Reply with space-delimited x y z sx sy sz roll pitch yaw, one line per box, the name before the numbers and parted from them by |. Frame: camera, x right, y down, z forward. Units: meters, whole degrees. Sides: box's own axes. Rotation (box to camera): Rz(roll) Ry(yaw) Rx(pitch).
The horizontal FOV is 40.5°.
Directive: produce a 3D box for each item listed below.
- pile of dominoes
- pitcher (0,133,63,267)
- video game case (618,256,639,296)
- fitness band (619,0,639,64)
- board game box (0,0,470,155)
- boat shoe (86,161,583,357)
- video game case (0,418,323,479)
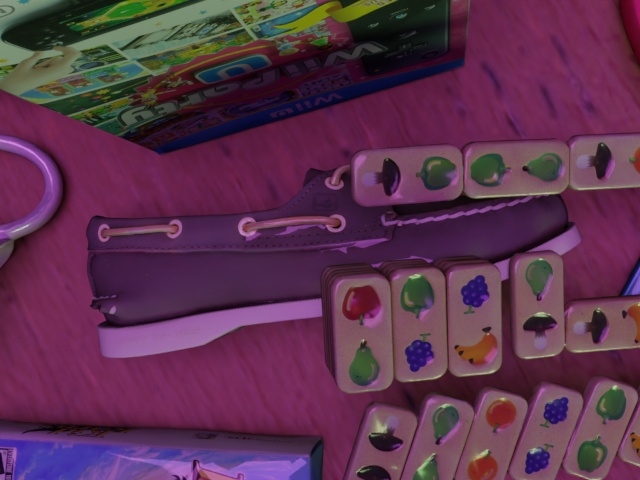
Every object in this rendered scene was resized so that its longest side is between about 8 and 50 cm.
pile of dominoes | 0.128 0.044 0.456 0.251 0.040 0.196 -4 99 -9
pitcher | -0.296 -0.033 0.573 0.207 0.125 0.177 37 72 -3
video game case | 0.289 0.024 0.536 0.166 0.015 0.119 28 92 8
fitness band | 0.330 -0.166 0.521 0.291 0.054 0.209 -18 83 6
board game box | -0.039 -0.137 0.439 0.224 0.303 0.097 -16 86 7
boat shoe | -0.001 0.000 0.528 0.305 0.109 0.091 -12 91 11
video game case | -0.125 0.259 0.561 0.244 0.061 0.269 1 88 7
